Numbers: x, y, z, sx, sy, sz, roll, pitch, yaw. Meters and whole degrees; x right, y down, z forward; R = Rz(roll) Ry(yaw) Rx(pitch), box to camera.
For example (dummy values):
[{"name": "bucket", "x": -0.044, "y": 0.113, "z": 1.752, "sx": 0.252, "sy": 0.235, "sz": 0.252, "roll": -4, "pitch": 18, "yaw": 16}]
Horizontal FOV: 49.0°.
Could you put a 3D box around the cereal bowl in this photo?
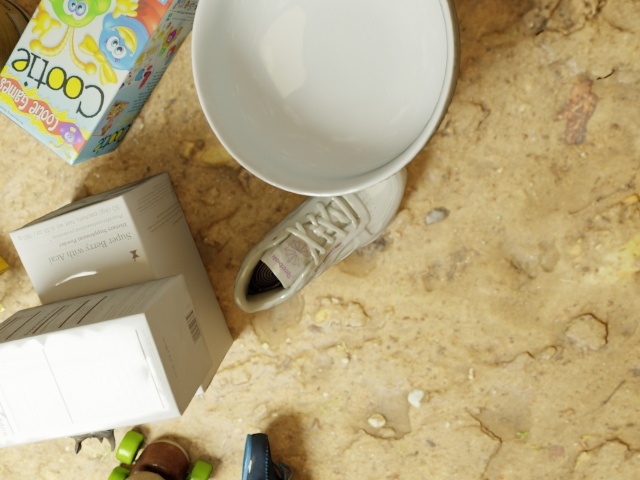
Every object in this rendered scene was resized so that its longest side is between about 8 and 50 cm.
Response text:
[{"name": "cereal bowl", "x": 0.016, "y": -0.233, "z": 0.884, "sx": 0.339, "sy": 0.141, "sz": 0.338, "roll": 6, "pitch": 108, "yaw": 20}]

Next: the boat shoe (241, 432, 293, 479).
[{"name": "boat shoe", "x": -0.082, "y": 0.411, "z": 1.136, "sx": 0.089, "sy": 0.109, "sz": 0.258, "roll": 1, "pitch": 123, "yaw": 0}]

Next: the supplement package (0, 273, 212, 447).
[{"name": "supplement package", "x": -0.282, "y": 0.146, "z": 0.869, "sx": 0.244, "sy": 0.134, "sz": 0.139, "roll": -12, "pitch": 105, "yaw": 12}]

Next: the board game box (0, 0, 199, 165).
[{"name": "board game box", "x": -0.289, "y": -0.259, "z": 0.933, "sx": 0.142, "sy": 0.144, "sz": 0.275, "roll": 37, "pitch": 107, "yaw": -3}]

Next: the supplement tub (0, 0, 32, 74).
[{"name": "supplement tub", "x": -0.479, "y": -0.255, "z": 0.930, "sx": 0.144, "sy": 0.199, "sz": 0.144, "roll": 2, "pitch": 106, "yaw": 7}]

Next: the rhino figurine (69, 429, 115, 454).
[{"name": "rhino figurine", "x": -0.422, "y": 0.257, "z": 1.139, "sx": 0.106, "sy": 0.073, "sz": 0.243, "roll": -42, "pitch": 98, "yaw": 13}]

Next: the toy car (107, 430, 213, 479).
[{"name": "toy car", "x": -0.280, "y": 0.417, "z": 1.105, "sx": 0.155, "sy": 0.188, "sz": 0.149, "roll": 22, "pitch": 108, "yaw": 1}]

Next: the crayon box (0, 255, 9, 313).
[{"name": "crayon box", "x": -0.644, "y": 0.029, "z": 1.097, "sx": 0.203, "sy": 0.083, "sz": 0.323, "roll": -38, "pitch": 97, "yaw": 16}]

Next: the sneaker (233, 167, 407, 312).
[{"name": "sneaker", "x": 0.000, "y": 0.000, "z": 0.966, "sx": 0.305, "sy": 0.152, "sz": 0.114, "roll": -42, "pitch": 95, "yaw": 15}]

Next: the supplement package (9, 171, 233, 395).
[{"name": "supplement package", "x": -0.271, "y": 0.076, "z": 1.011, "sx": 0.178, "sy": 0.175, "sz": 0.292, "roll": -17, "pitch": 103, "yaw": 11}]
